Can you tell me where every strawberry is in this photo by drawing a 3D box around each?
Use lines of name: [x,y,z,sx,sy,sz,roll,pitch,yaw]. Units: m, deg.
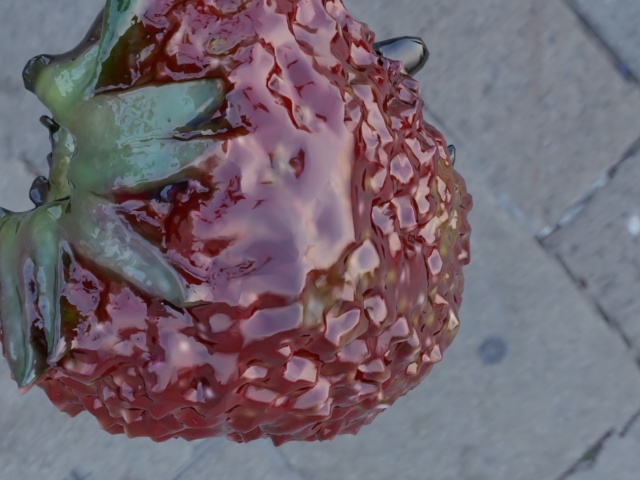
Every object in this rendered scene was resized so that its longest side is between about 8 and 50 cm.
strawberry: [0.000,0.000,0.898,0.306,0.138,0.233,14,100,-41]
